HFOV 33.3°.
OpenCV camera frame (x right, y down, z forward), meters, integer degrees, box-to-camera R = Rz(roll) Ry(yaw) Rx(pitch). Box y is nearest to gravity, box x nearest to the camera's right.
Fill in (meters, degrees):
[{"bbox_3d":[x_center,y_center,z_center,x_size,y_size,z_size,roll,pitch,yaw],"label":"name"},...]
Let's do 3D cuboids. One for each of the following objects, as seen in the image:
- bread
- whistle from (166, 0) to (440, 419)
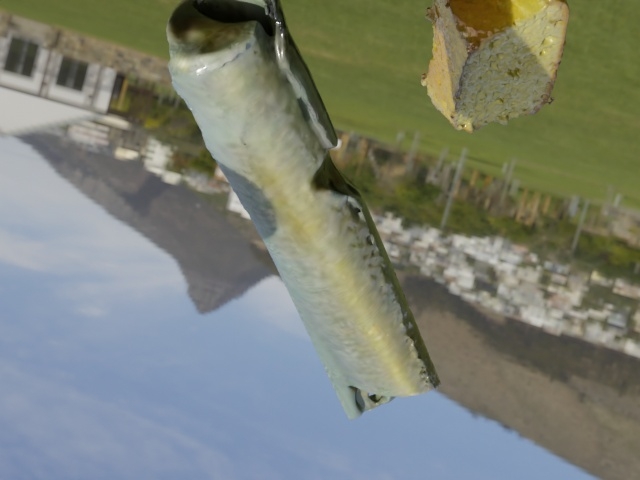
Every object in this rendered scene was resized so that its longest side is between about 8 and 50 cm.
[{"bbox_3d":[0.139,-0.148,0.850,0.103,0.065,0.187,-22,158,-10],"label":"bread"},{"bbox_3d":[0.000,-0.001,0.606,0.057,0.068,0.326,58,175,45],"label":"whistle"}]
